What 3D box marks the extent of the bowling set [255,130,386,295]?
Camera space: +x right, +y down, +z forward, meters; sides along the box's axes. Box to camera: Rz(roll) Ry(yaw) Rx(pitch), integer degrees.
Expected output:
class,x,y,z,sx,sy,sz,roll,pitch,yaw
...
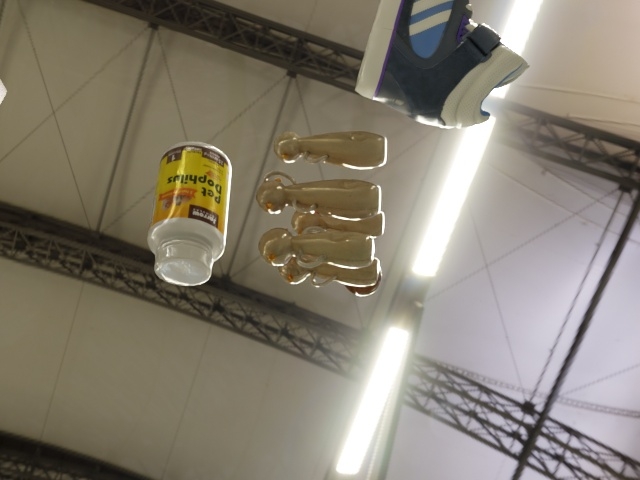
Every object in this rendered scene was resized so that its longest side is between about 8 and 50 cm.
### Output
class,x,y,z,sx,sy,sz,roll,pitch,yaw
bowling set,0.000,0.000,0.857,0.154,0.287,0.200,3,-55,9

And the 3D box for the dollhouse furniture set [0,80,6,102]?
class,x,y,z,sx,sy,sz,roll,pitch,yaw
dollhouse furniture set,-0.422,-0.204,0.455,0.286,0.198,0.303,-19,-55,-5

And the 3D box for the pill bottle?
class,x,y,z,sx,sy,sz,roll,pitch,yaw
pill bottle,-0.204,-0.041,1.045,0.117,0.215,0.117,0,-34,0

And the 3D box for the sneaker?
class,x,y,z,sx,sy,sz,roll,pitch,yaw
sneaker,0.204,-0.327,0.995,0.236,0.130,0.322,18,-93,-2
